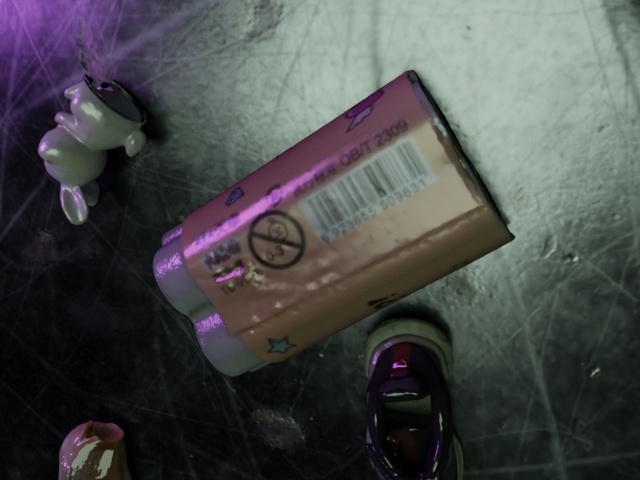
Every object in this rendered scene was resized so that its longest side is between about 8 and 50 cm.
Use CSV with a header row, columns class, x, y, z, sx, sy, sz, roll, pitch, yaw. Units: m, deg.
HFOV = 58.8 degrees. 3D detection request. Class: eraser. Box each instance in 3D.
class,x,y,z,sx,sy,sz,roll,pitch,yaw
eraser,0.000,0.000,0.509,0.290,0.087,0.171,-31,95,20

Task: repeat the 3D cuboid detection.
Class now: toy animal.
class,x,y,z,sx,sy,sz,roll,pitch,yaw
toy animal,-0.223,-0.090,0.542,0.085,0.071,0.124,41,104,-21

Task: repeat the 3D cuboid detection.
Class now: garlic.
class,x,y,z,sx,sy,sz,roll,pitch,yaw
garlic,-0.266,0.282,0.672,0.084,0.066,0.152,-1,105,12

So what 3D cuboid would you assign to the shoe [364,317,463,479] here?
class,x,y,z,sx,sy,sz,roll,pitch,yaw
shoe,0.082,0.190,0.533,0.099,0.112,0.227,-3,105,13
